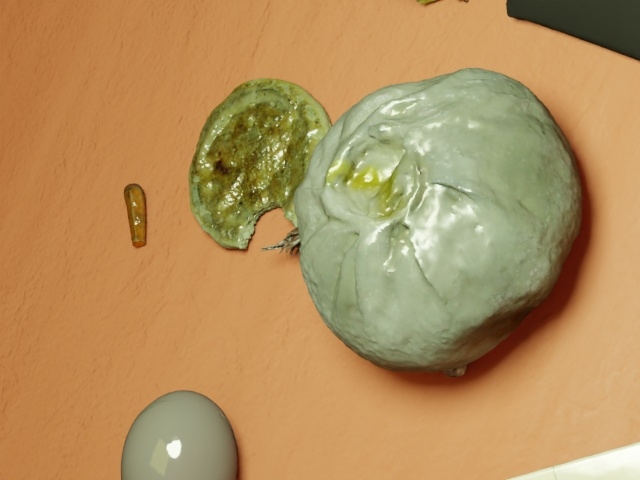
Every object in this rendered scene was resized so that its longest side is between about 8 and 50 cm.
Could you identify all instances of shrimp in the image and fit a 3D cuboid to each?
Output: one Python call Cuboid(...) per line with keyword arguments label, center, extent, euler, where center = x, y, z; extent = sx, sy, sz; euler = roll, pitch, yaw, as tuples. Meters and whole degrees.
Cuboid(label="shrimp", center=(0.000, 0.000, 1.727), extent=(0.165, 0.056, 0.065), euler=(-19, 75, 23))

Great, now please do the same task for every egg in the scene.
Cuboid(label="egg", center=(-0.177, 0.287, 1.702), extent=(0.146, 0.146, 0.199), euler=(1, 81, 37))

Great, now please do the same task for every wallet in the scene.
Cuboid(label="wallet", center=(0.318, -0.300, 1.575), extent=(0.250, 0.044, 0.149), euler=(31, 122, 39))

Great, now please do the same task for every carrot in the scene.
Cuboid(label="carrot", center=(-0.265, -0.038, 1.957), extent=(0.032, 0.032, 0.093), euler=(-21, 67, 30))

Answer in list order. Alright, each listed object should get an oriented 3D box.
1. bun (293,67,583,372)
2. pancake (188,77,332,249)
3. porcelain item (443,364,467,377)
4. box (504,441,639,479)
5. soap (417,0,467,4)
Cuboid(label="bun", center=(0.118, -0.031, 1.541), extent=(0.362, 0.211, 0.362), euler=(-10, 69, 27))
Cuboid(label="pancake", center=(-0.087, -0.108, 1.845), extent=(0.253, 0.037, 0.254), euler=(-13, 68, 33))
Cuboid(label="porcelain item", center=(0.146, 0.127, 1.594), extent=(0.036, 0.028, 0.083), euler=(-44, 55, 14))
Cuboid(label="box", center=(0.289, 0.293, 1.334), extent=(0.256, 0.069, 0.164), euler=(-20, 68, 21))
Cuboid(label="soap", center=(0.111, -0.395, 1.674), extent=(0.076, 0.233, 0.135), euler=(-2, 73, 32))
